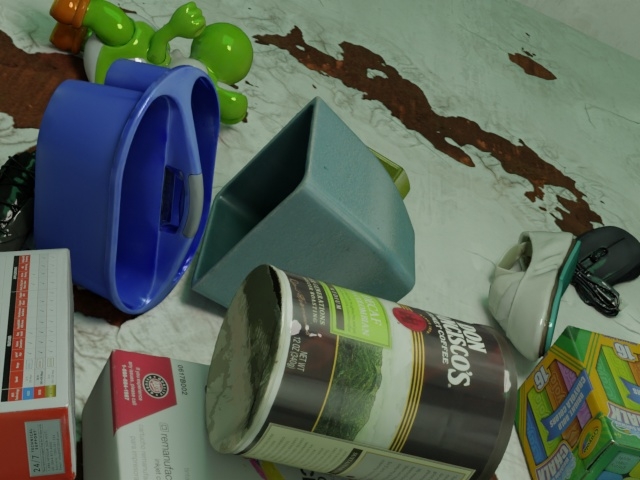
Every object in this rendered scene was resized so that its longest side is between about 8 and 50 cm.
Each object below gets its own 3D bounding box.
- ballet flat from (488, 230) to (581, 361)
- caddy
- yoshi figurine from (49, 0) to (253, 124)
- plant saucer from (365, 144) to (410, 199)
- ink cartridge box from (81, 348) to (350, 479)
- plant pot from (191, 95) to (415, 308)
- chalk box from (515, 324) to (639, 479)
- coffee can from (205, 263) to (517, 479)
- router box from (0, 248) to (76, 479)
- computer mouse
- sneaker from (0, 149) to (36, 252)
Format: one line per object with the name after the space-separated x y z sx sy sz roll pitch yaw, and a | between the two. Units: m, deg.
0.350 0.084 1.795 0.139 0.139 0.400 33 29 5 | ballet flat
-0.230 -0.072 1.377 0.179 0.341 0.241 21 31 19 | caddy
-0.267 -0.340 1.824 0.362 0.203 0.203 29 26 -6 | yoshi figurine
0.068 -0.122 1.909 0.188 0.045 0.188 32 34 4 | plant saucer
-0.103 0.261 1.193 0.306 0.131 0.226 11 38 -24 | ink cartridge box
0.000 0.000 1.535 0.252 0.247 0.248 38 29 -20 | plant pot
0.411 0.293 1.489 0.180 0.179 0.289 15 35 -20 | chalk box
0.040 0.157 1.139 0.275 0.201 0.201 16 35 -21 | coffee can
-0.396 0.119 1.045 0.301 0.082 0.335 -3 25 -11 | router box
0.553 0.034 2.042 0.188 0.072 0.272 42 35 21 | computer mouse
-0.406 -0.045 1.376 0.109 0.130 0.286 28 34 -6 | sneaker
